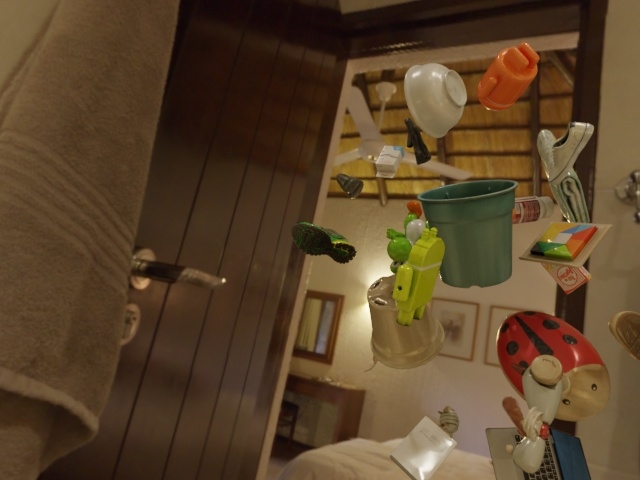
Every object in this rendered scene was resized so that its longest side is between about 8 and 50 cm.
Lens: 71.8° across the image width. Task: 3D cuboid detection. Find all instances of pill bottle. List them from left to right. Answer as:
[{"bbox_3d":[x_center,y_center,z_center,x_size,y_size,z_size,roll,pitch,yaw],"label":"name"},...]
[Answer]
[{"bbox_3d":[0.951,-0.143,2.049,0.221,0.121,0.121,-6,-13,-5],"label":"pill bottle"}]

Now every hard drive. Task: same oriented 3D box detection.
[{"bbox_3d":[0.524,1.063,2.239,0.203,0.307,0.040,36,-42,30],"label":"hard drive"}]

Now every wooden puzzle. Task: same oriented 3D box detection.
[{"bbox_3d":[0.843,0.002,1.533,0.044,0.238,0.221,58,-20,-20],"label":"wooden puzzle"}]

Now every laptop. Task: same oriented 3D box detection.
[{"bbox_3d":[0.798,0.898,1.601,0.408,0.382,0.236,-20,-21,37],"label":"laptop"}]

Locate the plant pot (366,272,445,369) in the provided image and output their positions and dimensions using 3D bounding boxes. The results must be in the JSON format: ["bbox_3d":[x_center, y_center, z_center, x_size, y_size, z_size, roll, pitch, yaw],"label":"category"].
[{"bbox_3d":[0.342,0.322,1.907,0.333,0.334,0.305,3,-52,34],"label":"plant pot"}]

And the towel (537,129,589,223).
[{"bbox_3d":[1.073,-0.266,1.970,0.090,0.320,0.374,-23,-47,22],"label":"towel"}]

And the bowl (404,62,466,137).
[{"bbox_3d":[0.463,-0.556,1.690,0.298,0.298,0.134,22,-25,-36],"label":"bowl"}]

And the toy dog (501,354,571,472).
[{"bbox_3d":[0.604,0.479,1.297,0.161,0.333,0.220,7,-56,46],"label":"toy dog"}]

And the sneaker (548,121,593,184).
[{"bbox_3d":[0.904,-0.328,1.647,0.091,0.094,0.258,19,-50,8],"label":"sneaker"}]

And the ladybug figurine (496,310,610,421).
[{"bbox_3d":[0.774,0.399,1.529,0.162,0.305,0.449,51,6,-33],"label":"ladybug figurine"}]

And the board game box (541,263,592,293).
[{"bbox_3d":[1.211,0.147,2.180,0.045,0.193,0.147,-18,-28,-28],"label":"board game box"}]

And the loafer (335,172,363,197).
[{"bbox_3d":[0.135,-0.261,2.035,0.084,0.096,0.267,40,6,13],"label":"loafer"}]

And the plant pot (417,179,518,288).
[{"bbox_3d":[0.547,-0.024,1.602,0.341,0.334,0.341,-11,13,3],"label":"plant pot"}]

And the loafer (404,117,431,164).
[{"bbox_3d":[0.417,-0.443,1.970,0.078,0.223,0.076,-25,-12,17],"label":"loafer"}]

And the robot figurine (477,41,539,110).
[{"bbox_3d":[0.555,-0.478,1.319,0.128,0.158,0.219,23,-25,1],"label":"robot figurine"}]

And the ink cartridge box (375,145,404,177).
[{"bbox_3d":[0.357,-0.412,2.305,0.104,0.180,0.060,9,-34,30],"label":"ink cartridge box"}]

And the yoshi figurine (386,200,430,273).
[{"bbox_3d":[0.409,-0.020,2.005,0.203,0.362,0.203,34,-22,-14],"label":"yoshi figurine"}]

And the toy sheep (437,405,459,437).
[{"bbox_3d":[0.545,0.768,1.871,0.091,0.132,0.091,7,-39,6],"label":"toy sheep"}]

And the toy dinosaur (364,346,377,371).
[{"bbox_3d":[0.296,0.616,2.313,0.112,0.211,0.064,-35,-78,22],"label":"toy dinosaur"}]

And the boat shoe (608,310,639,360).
[{"bbox_3d":[0.983,0.315,1.349,0.341,0.122,0.110,34,-2,-16],"label":"boat shoe"}]

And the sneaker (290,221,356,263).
[{"bbox_3d":[0.000,0.000,2.029,0.343,0.134,0.146,26,17,-35],"label":"sneaker"}]

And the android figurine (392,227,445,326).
[{"bbox_3d":[0.277,0.097,1.226,0.056,0.273,0.248,18,15,31],"label":"android figurine"}]
